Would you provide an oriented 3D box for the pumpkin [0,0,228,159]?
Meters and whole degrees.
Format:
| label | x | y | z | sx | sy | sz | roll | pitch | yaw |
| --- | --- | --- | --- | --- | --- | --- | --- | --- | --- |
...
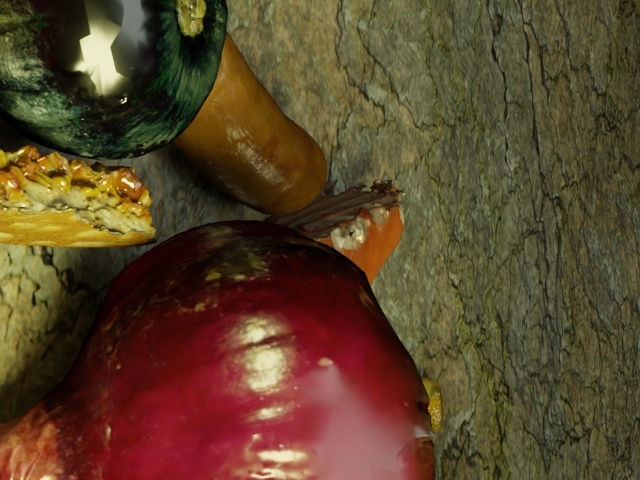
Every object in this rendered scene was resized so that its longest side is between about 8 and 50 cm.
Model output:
| label | x | y | z | sx | sy | sz | roll | pitch | yaw |
| --- | --- | --- | --- | --- | --- | --- | --- | --- | --- |
| pumpkin | -0.163 | -0.175 | 1.128 | 0.233 | 0.163 | 0.233 | 0 | 90 | -66 |

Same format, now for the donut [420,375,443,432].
| label | x | y | z | sx | sy | sz | roll | pitch | yaw |
| --- | --- | --- | --- | --- | --- | --- | --- | --- | --- |
| donut | 0.129 | 0.204 | 1.863 | 0.067 | 0.038 | 0.083 | -15 | 102 | -66 |

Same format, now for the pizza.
| label | x | y | z | sx | sy | sz | roll | pitch | yaw |
| --- | --- | --- | --- | --- | --- | --- | --- | --- | --- |
| pizza | -0.203 | -0.030 | 1.091 | 0.246 | 0.127 | 0.058 | 6 | 79 | -49 |

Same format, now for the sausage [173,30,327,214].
| label | x | y | z | sx | sy | sz | roll | pitch | yaw |
| --- | --- | --- | --- | --- | --- | --- | --- | --- | --- |
| sausage | -0.076 | -0.103 | 1.376 | 0.270 | 0.109 | 0.109 | 47 | 48 | -54 |

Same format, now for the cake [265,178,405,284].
| label | x | y | z | sx | sy | sz | roll | pitch | yaw |
| --- | --- | --- | --- | --- | --- | --- | --- | --- | --- |
| cake | 0.006 | 0.000 | 1.544 | 0.287 | 0.098 | 0.135 | -58 | 139 | -47 |

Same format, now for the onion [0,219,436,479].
| label | x | y | z | sx | sy | sz | roll | pitch | yaw |
| --- | --- | --- | --- | --- | --- | --- | --- | --- | --- |
| onion | -0.107 | 0.159 | 1.136 | 0.385 | 0.348 | 0.348 | -3 | 93 | -29 |
